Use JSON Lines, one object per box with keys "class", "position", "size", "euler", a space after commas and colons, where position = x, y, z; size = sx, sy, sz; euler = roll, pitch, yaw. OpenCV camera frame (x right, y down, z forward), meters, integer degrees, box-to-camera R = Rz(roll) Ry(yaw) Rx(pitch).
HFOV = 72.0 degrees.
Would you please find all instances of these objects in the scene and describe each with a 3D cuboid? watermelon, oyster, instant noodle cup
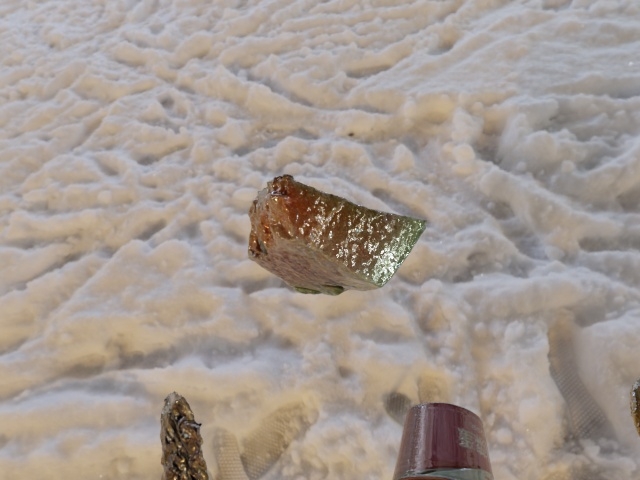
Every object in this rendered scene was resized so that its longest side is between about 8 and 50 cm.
{"class": "watermelon", "position": [0.004, 0.016, 0.774], "size": [0.301, 0.264, 0.151], "euler": [13, 79, -28]}
{"class": "oyster", "position": [-0.266, 0.437, 0.868], "size": [0.100, 0.275, 0.271], "euler": [-9, 57, -14]}
{"class": "instant noodle cup", "position": [0.270, 0.483, 0.970], "size": [0.234, 0.235, 0.179], "euler": [2, 43, 14]}

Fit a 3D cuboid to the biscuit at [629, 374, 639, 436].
{"class": "biscuit", "position": [0.727, 0.377, 0.896], "size": [0.219, 0.033, 0.220], "euler": [8, 58, -13]}
